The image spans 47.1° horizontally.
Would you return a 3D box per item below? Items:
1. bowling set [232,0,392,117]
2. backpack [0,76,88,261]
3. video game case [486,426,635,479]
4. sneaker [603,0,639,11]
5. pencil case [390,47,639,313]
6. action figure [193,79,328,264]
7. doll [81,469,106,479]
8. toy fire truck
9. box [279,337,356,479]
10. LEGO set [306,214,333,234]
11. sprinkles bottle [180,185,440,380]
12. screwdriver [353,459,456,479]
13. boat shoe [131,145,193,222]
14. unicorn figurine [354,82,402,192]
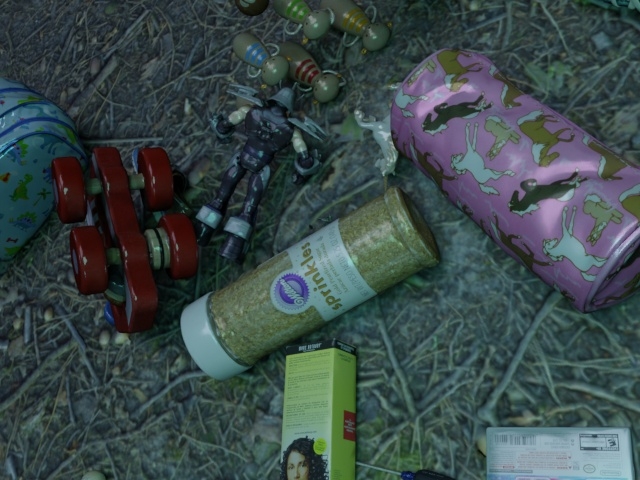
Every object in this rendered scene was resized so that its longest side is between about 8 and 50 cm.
[{"bbox_3d":[-0.053,-0.297,1.140,0.287,0.200,0.154,-50,54,8],"label":"bowling set"},{"bbox_3d":[-0.612,-0.125,1.365,0.273,0.290,0.356,20,73,27],"label":"backpack"},{"bbox_3d":[0.259,0.276,0.798,0.157,0.019,0.143,-7,65,27],"label":"video game case"},{"bbox_3d":[0.443,-0.311,0.896,0.302,0.108,0.121,12,71,33],"label":"sneaker"},{"bbox_3d":[0.243,-0.088,0.886,0.167,0.160,0.386,-29,50,-18],"label":"pencil case"},{"bbox_3d":[-0.105,-0.113,1.117,0.185,0.099,0.285,28,96,11],"label":"action figure"},{"bbox_3d":[-0.329,0.428,1.065,0.129,0.046,0.189,-30,49,27],"label":"doll"},{"bbox_3d":[-0.313,0.011,1.151,0.302,0.169,0.254,67,153,25],"label":"toy fire truck"},{"bbox_3d":[-0.002,0.247,0.937,0.087,0.058,0.232,-16,60,34],"label":"box"},{"bbox_3d":[-0.002,-0.001,1.082,0.083,0.023,0.054,-43,50,24],"label":"LEGO set"},{"bbox_3d":[-0.018,0.061,0.998,0.355,0.121,0.121,-31,56,16],"label":"sprinkles bottle"},{"bbox_3d":[0.087,0.285,0.896,0.169,0.024,0.025,-1,40,32],"label":"screwdriver"},{"bbox_3d":[-0.264,-0.097,1.259,0.066,0.066,0.183,-33,65,9],"label":"boat shoe"},{"bbox_3d":[0.104,-0.163,1.063,0.162,0.060,0.111,-48,53,4],"label":"unicorn figurine"}]
